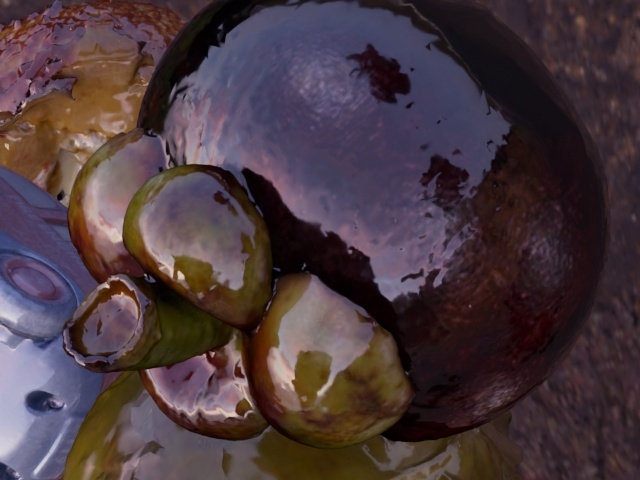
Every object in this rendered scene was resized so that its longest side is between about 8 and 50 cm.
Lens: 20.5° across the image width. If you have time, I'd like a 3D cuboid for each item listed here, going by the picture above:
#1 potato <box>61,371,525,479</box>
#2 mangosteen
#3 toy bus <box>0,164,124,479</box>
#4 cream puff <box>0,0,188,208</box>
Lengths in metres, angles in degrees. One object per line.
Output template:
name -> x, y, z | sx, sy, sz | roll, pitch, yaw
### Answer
potato -> -0.039, 0.170, 0.825 | 0.246, 0.196, 0.299 | -10, 44, 36
mangosteen -> 0.000, 0.000, 0.667 | 0.194, 0.194, 0.230 | 34, 54, 22
toy bus -> -0.251, 0.054, 1.334 | 0.294, 0.232, 0.197 | 41, 113, 22
cream puff -> -0.225, -0.098, 1.775 | 0.350, 0.350, 0.228 | -25, 37, 4
